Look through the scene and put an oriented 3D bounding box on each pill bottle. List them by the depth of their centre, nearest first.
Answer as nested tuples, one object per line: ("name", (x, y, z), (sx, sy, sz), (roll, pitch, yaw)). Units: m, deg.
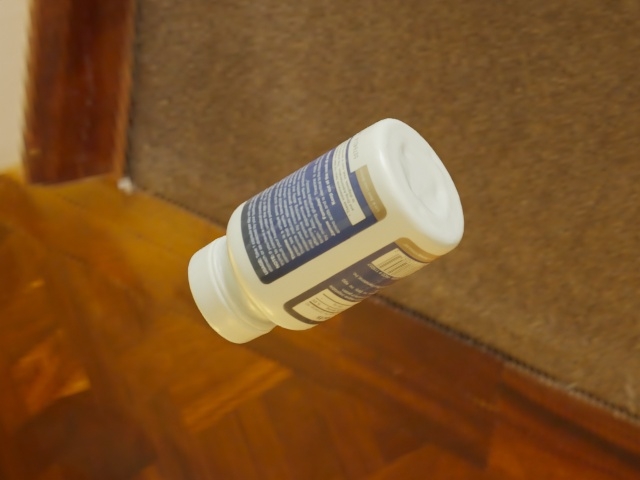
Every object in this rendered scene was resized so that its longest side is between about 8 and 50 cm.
("pill bottle", (0.000, 0.000, 0.786), (0.120, 0.067, 0.067), (-30, 79, 26))
